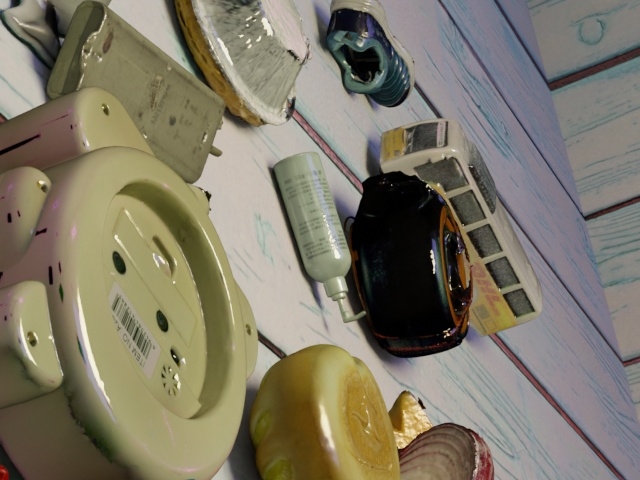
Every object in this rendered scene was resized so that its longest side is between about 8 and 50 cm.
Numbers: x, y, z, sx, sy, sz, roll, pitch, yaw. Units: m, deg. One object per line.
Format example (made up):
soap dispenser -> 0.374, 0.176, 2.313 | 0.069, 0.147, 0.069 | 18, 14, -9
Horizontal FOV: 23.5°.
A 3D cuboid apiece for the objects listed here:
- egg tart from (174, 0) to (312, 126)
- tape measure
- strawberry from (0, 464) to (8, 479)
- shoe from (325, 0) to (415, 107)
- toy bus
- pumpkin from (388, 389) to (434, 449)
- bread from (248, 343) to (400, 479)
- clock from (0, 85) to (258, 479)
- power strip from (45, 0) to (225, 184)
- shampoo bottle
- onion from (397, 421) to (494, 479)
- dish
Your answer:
egg tart -> -0.079, -0.238, 1.689 | 0.234, 0.094, 0.234 | 53, 24, -35
tape measure -> 0.116, 0.034, 1.881 | 0.202, 0.135, 0.223 | 54, 27, -61
strawberry -> -0.218, 0.151, 0.791 | 0.145, 0.145, 0.086 | -92, 155, -45
shoe -> 0.063, -0.247, 2.143 | 0.207, 0.091, 0.106 | 53, 46, -50
toy bus -> 0.197, -0.014, 2.162 | 0.342, 0.138, 0.097 | 60, 23, -31
pumpkin -> 0.101, 0.297, 1.642 | 0.254, 0.130, 0.149 | 56, -14, -2
bread -> 0.003, 0.196, 1.430 | 0.213, 0.104, 0.213 | -18, 90, -75
clock -> -0.155, 0.065, 1.122 | 0.284, 0.114, 0.309 | 61, 22, -28
power strip -> -0.152, -0.122, 1.387 | 0.268, 0.034, 0.092 | 35, 71, -60
shampoo bottle -> 0.000, 0.000, 1.716 | 0.056, 0.056, 0.195 | 10, 62, -69
onion -> 0.099, 0.279, 1.520 | 0.151, 0.206, 0.098 | 29, -13, 47
dish -> -0.222, -0.270, 1.337 | 0.224, 0.078, 0.246 | 48, 28, -51
